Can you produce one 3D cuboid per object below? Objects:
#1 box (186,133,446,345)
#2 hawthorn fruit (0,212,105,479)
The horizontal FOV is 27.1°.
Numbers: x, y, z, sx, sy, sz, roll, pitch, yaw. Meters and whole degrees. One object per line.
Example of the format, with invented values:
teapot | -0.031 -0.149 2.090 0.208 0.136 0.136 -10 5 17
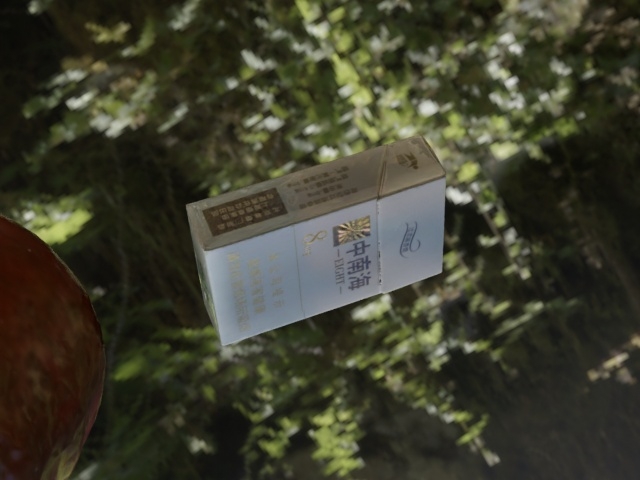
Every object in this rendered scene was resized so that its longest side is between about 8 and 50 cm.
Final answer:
box | 0.000 0.000 1.291 0.242 0.155 0.067 -18 -127 -10
hawthorn fruit | -0.278 0.086 0.752 0.295 0.311 0.295 -36 176 -3
